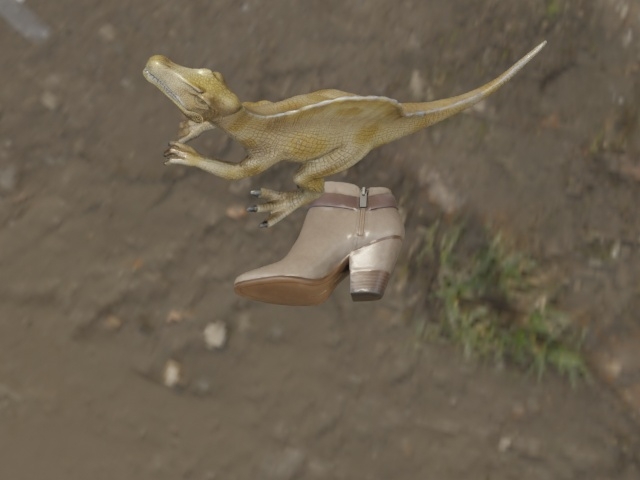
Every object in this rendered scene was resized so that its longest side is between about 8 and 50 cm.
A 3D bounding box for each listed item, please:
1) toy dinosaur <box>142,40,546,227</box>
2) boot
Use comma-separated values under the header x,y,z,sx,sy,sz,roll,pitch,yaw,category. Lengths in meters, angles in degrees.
x,y,z,sx,sy,sz,roll,pitch,yaw,category
0.004,-0.043,0.723,0.092,0.183,0.053,-26,73,53,toy dinosaur
0.000,0.000,1.282,0.118,0.087,0.042,3,154,-2,boot
